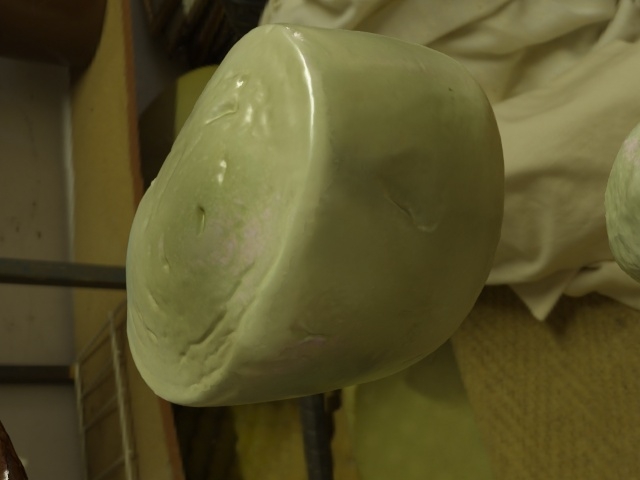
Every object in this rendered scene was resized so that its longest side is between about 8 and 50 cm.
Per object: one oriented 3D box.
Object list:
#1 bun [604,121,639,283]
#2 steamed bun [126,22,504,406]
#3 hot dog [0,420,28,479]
[{"bbox_3d":[0.348,-0.043,0.603,0.273,0.273,0.168,-26,55,53],"label":"bun"},{"bbox_3d":[0.000,0.000,0.915,0.290,0.371,0.455,45,124,35],"label":"steamed bun"},{"bbox_3d":[-0.305,0.164,0.591,0.272,0.122,0.196,41,135,22],"label":"hot dog"}]
